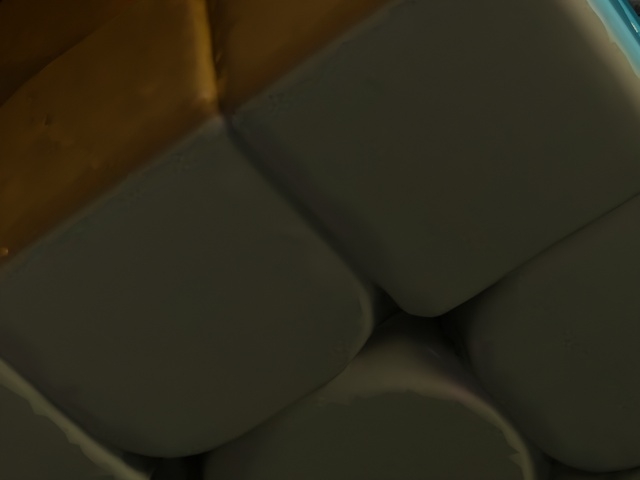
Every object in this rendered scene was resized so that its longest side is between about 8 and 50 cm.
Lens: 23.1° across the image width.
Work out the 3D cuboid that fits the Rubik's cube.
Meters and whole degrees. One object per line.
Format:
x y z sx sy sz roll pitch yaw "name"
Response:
0.000 0.000 0.594 0.290 0.291 0.291 47 18 -31 "Rubik's cube"
